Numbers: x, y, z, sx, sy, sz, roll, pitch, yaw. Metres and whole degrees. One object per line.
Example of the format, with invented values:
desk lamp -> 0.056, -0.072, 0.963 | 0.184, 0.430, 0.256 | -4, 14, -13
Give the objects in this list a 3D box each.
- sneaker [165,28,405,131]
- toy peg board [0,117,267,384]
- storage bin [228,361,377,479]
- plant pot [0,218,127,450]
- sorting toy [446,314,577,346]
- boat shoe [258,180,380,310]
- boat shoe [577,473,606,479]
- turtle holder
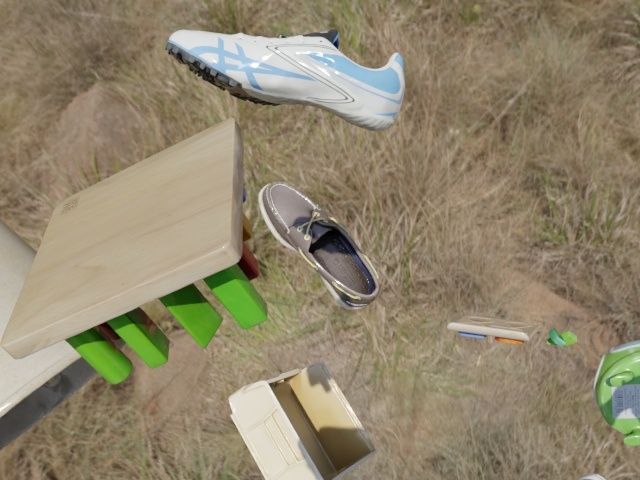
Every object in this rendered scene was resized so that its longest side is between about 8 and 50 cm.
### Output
sneaker -> -0.032, -0.174, 0.681 | 0.237, 0.085, 0.086 | 14, 91, -1
toy peg board -> -0.113, 0.013, 0.484 | 0.161, 0.079, 0.160 | -23, 35, 11
storage bin -> -0.038, 0.408, 1.505 | 0.123, 0.262, 0.260 | -39, 73, 22
plant pot -> -0.476, 0.110, 0.929 | 0.334, 0.334, 0.305 | -41, 88, -11
sorting toy -> 0.138, 0.067, 0.493 | 0.083, 0.062, 0.012 | 6, 92, 26
boat shoe -> 0.000, 0.000, 1.391 | 0.116, 0.097, 0.324 | -38, 86, -19
boat shoe -> 0.633, 0.589, 1.421 | 0.302, 0.113, 0.103 | 53, 47, -6
turtle holder -> 0.825, 0.337, 1.673 | 0.320, 0.227, 0.243 | -35, 95, 16
